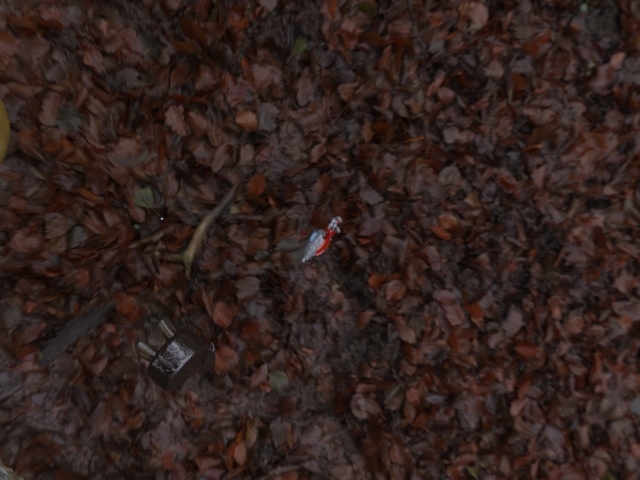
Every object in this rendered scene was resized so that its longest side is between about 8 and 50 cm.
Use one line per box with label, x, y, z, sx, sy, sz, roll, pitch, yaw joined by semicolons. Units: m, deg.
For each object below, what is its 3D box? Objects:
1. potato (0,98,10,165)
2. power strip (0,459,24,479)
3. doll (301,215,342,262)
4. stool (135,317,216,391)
potato;-0.527;-0.075;0.595;0.289;0.296;0.398;3;77;12
power strip;-0.480;0.402;0.723;0.198;0.064;0.213;26;81;20
doll;-0.001;-0.001;0.947;0.039;0.057;0.114;51;57;-8
stool;-0.300;0.240;1.113;0.121;0.217;0.125;36;94;12
